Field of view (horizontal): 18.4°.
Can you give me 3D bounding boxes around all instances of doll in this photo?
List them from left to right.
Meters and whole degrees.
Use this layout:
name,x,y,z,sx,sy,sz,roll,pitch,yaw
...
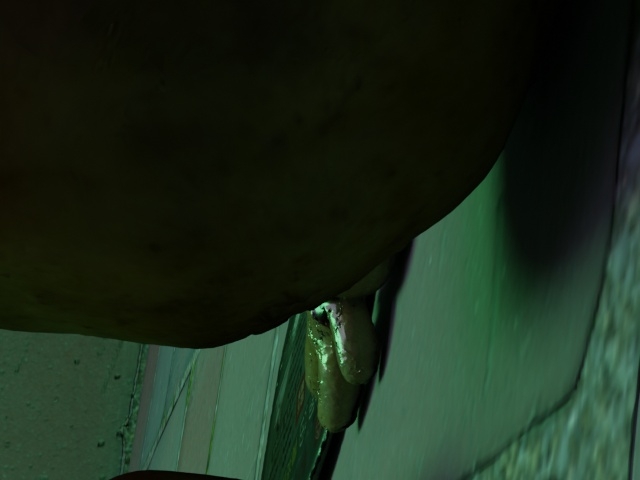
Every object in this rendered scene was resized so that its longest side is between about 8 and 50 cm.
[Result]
name,x,y,z,sx,sy,sz,roll,pitch,yaw
doll,0.011,0.024,0.733,0.061,0.051,0.093,-124,14,-54

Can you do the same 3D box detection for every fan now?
name,x,y,z,sx,sy,sz,roll,pitch,yaw
fan,0.004,0.000,0.882,0.223,0.012,0.294,120,160,-70

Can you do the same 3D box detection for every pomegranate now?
name,x,y,z,sx,sy,sz,roll,pitch,yaw
pomegranate,-0.062,-0.112,0.526,0.281,0.281,0.281,-170,90,-83

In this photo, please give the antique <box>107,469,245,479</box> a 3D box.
name,x,y,z,sx,sy,sz,roll,pitch,yaw
antique,-0.057,0.210,0.591,0.223,0.129,0.278,137,141,-75
